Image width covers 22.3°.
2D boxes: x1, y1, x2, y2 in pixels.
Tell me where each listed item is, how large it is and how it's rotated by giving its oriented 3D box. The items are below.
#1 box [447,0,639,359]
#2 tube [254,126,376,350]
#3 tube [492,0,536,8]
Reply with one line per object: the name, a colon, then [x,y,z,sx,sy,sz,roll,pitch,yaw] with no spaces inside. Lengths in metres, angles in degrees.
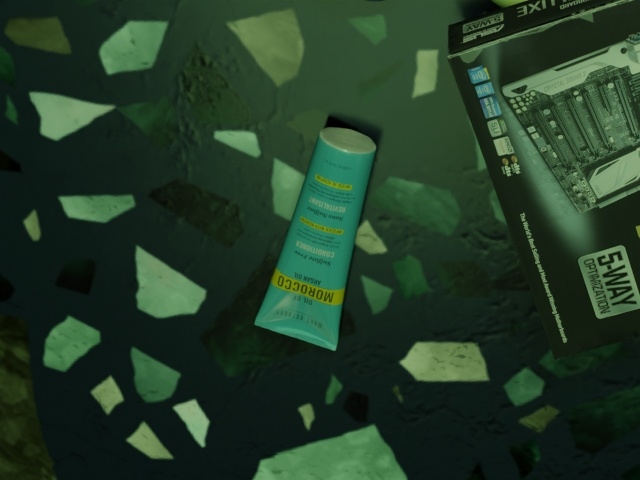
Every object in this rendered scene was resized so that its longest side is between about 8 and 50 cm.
box: [0.267,-0.070,1.363,0.242,0.076,0.307,-16,116,13]
tube: [0.000,0.000,1.470,0.080,0.052,0.207,20,116,11]
tube: [0.205,-0.201,1.368,0.240,0.062,0.070,34,153,-10]
